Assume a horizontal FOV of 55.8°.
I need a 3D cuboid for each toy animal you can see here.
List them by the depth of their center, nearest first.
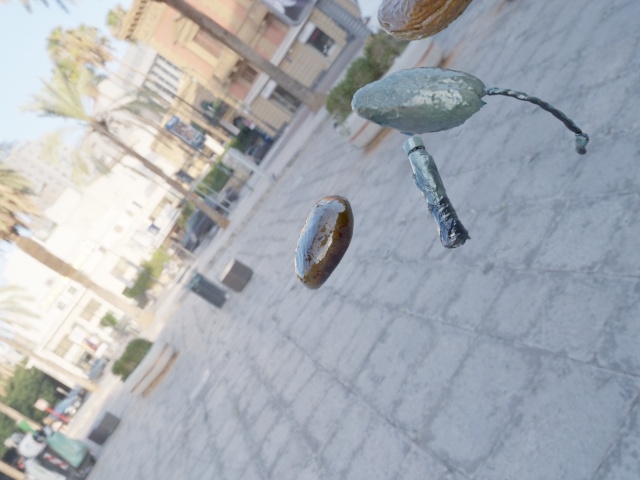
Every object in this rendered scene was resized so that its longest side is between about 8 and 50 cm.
[{"bbox_3d":[0.158,-0.142,0.639,0.079,0.253,0.070,-3,-78,-76],"label":"toy animal"}]

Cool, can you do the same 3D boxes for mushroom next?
[{"bbox_3d":[0.000,0.000,0.719,0.123,0.052,0.123,-160,90,-77],"label":"mushroom"}]

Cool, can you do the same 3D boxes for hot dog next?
[{"bbox_3d":[0.202,-0.463,1.044,0.272,0.122,0.196,124,161,-49],"label":"hot dog"}]

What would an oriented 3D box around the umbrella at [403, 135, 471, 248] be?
[{"bbox_3d":[0.173,-0.074,0.939,0.046,0.188,0.050,-10,-21,-35],"label":"umbrella"}]
